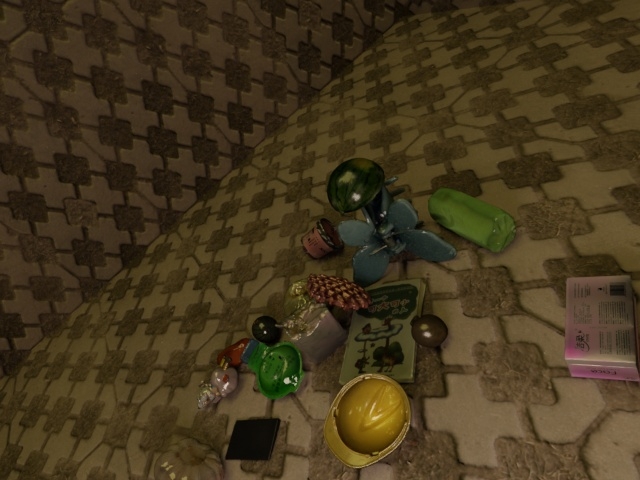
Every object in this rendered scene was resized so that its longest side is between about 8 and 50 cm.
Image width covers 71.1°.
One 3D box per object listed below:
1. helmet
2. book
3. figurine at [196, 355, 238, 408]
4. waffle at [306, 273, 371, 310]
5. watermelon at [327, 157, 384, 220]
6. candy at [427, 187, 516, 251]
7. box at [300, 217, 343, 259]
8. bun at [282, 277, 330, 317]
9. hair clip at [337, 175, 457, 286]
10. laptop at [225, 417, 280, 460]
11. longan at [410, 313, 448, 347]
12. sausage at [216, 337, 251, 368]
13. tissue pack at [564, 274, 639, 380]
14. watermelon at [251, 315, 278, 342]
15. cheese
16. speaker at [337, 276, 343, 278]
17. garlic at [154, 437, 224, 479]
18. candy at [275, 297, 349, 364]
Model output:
[{"bbox_3d":[0.142,0.488,1.243,0.205,0.140,0.257,42,92,23],"label":"helmet"},{"bbox_3d":[0.207,0.298,1.483,0.261,0.043,0.370,-15,41,32],"label":"book"},{"bbox_3d":[-0.384,0.544,1.687,0.229,0.112,0.137,-46,29,11],"label":"figurine"},{"bbox_3d":[0.064,0.175,1.561,0.221,0.235,0.055,-108,33,-70],"label":"waffle"},{"bbox_3d":[0.104,-0.198,1.533,0.232,0.127,0.204,-51,37,-13],"label":"watermelon"},{"bbox_3d":[0.514,-0.081,1.553,0.131,0.142,0.343,-53,34,3],"label":"candy"},{"bbox_3d":[0.000,0.000,1.925,0.135,0.151,0.151,-34,34,21],"label":"box"},{"bbox_3d":[-0.063,0.224,1.738,0.223,0.127,0.222,-26,34,19],"label":"bun"},{"bbox_3d":[0.244,-0.055,1.622,0.393,0.318,0.238,-22,35,25],"label":"hair clip"},{"bbox_3d":[-0.225,0.661,1.488,0.197,0.016,0.135,-16,41,32],"label":"laptop"},{"bbox_3d":[0.322,0.269,1.356,0.106,0.106,0.119,-46,52,-11],"label":"longan"},{"bbox_3d":[-0.332,0.448,1.763,0.179,0.089,0.089,-35,35,3],"label":"sausage"},{"bbox_3d":[0.687,0.209,1.102,0.149,0.092,0.246,-6,46,37],"label":"tissue pack"},{"bbox_3d":[-0.211,0.346,1.742,0.105,0.105,0.133,-52,15,-18],"label":"watermelon"},{"bbox_3d":[-0.176,0.446,1.610,0.321,0.083,0.203,16,72,45],"label":"cheese"},{"bbox_3d":[0.078,0.191,1.694,0.060,0.075,0.094,-22,47,22],"label":"speaker"},{"bbox_3d":[-0.425,0.770,1.436,0.218,0.219,0.211,44,121,55],"label":"garlic"},{"bbox_3d":[-0.023,0.313,1.553,0.185,0.195,0.137,-37,39,-5],"label":"candy"}]
